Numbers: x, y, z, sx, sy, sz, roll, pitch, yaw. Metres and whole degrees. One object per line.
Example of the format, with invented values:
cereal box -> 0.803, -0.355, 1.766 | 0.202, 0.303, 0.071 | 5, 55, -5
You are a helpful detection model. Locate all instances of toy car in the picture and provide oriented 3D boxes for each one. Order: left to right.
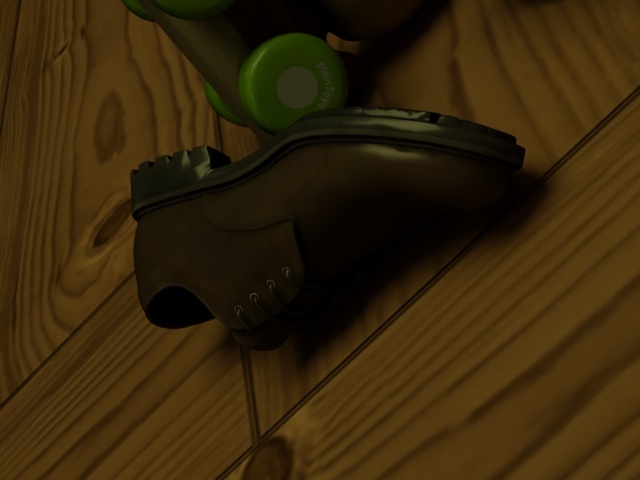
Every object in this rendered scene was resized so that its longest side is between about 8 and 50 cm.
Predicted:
toy car -> 0.002, -0.154, 0.828 | 0.188, 0.149, 0.155 | -41, 13, -5

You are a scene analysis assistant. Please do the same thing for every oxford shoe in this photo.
oxford shoe -> 0.000, 0.000, 0.698 | 0.227, 0.082, 0.096 | -16, 66, 48
